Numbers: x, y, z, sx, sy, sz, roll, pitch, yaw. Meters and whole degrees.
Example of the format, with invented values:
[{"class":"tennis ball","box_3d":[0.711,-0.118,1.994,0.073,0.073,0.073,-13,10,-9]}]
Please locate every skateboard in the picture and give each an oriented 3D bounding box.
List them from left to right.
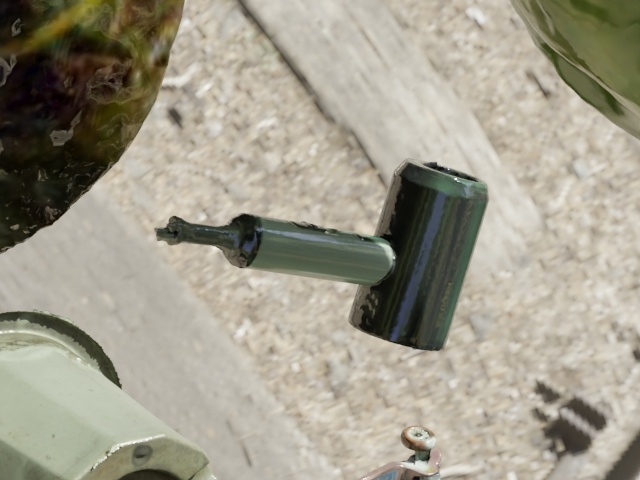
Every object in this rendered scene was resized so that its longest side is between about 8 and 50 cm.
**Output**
[{"class":"skateboard","box_3d":[0.047,0.101,0.561,0.064,0.083,0.032,-23,126,-47]}]

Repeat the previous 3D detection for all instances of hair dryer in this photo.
[{"class":"hair dryer","box_3d":[0.000,0.000,0.847,0.198,0.057,0.100,7,102,-36]}]

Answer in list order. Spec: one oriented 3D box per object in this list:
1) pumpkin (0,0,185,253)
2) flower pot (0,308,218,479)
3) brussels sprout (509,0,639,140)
[{"class":"pumpkin","box_3d":[-0.105,-0.118,0.332,0.163,0.111,0.278,-1,97,-65]},{"class":"flower pot","box_3d":[-0.228,0.224,1.410,0.290,0.259,0.290,-15,113,-39]},{"class":"brussels sprout","box_3d":[0.206,-0.145,0.645,0.294,0.227,0.259,32,86,-31]}]
